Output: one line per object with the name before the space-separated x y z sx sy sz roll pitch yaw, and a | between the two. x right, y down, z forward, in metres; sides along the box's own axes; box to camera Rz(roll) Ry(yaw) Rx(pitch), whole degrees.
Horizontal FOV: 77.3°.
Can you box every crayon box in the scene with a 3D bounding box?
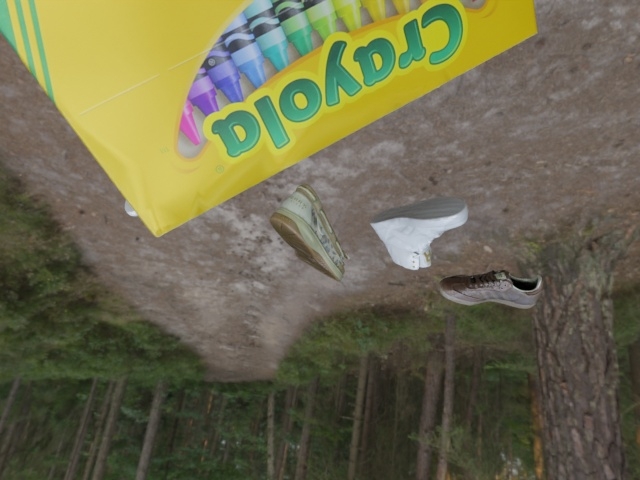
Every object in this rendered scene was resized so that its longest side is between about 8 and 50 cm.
crayon box | -0.045 -0.227 0.286 0.363 0.106 0.313 -29 118 -4

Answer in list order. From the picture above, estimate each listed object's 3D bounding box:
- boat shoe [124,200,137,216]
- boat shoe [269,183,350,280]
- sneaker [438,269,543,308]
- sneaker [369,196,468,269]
boat shoe | -0.371 -0.111 0.896 0.066 0.184 0.063 -6 136 12
boat shoe | 0.000 0.000 0.776 0.105 0.089 0.285 26 166 25
sneaker | 0.324 0.081 0.763 0.189 0.066 0.071 5 130 0
sneaker | 0.276 -0.010 1.036 0.293 0.108 0.169 -5 120 56
